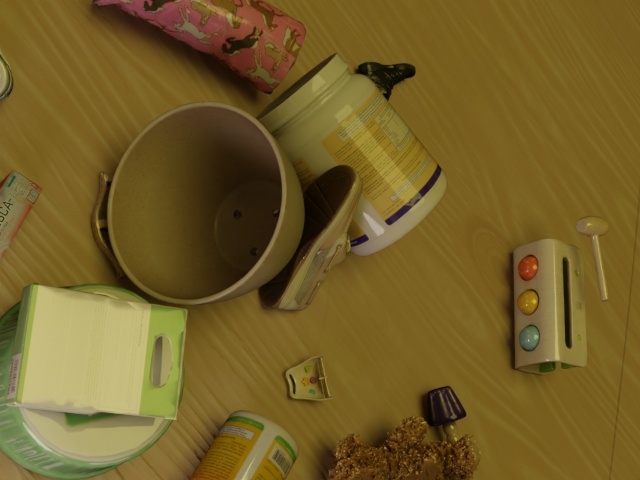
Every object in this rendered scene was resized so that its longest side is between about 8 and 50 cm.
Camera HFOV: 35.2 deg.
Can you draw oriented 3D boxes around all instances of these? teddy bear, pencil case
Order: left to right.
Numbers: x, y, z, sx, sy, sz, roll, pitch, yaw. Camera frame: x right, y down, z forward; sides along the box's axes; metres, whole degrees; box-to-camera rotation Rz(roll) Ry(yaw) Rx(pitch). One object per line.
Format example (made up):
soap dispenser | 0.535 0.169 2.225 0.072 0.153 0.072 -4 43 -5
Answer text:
pencil case | -0.219 -0.418 1.851 0.386 0.167 0.160 25 41 -26
teddy bear | 0.157 0.443 1.858 0.338 0.113 0.245 -13 99 -27

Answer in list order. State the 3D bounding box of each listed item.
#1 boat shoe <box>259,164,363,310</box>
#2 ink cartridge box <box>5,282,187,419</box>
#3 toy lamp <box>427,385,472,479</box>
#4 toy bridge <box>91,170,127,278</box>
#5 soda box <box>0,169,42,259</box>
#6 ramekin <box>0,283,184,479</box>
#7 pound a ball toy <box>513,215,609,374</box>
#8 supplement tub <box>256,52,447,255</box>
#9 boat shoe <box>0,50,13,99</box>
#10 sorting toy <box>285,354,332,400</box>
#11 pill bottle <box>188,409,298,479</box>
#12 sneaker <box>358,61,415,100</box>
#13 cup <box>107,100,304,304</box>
boat shoe | 0.000 0.000 1.827 0.098 0.302 0.109 15 23 -38
ink cartridge box | -0.317 0.164 1.448 0.235 0.056 0.171 12 72 -28
toy lamp | 0.272 0.424 1.983 0.080 0.080 0.275 -12 85 -37
toy bridge | -0.355 -0.028 1.716 0.063 0.026 0.188 -6 78 -36
soda box | -0.509 -0.019 1.580 0.058 0.063 0.183 35 57 -21
ramekin | -0.356 0.208 1.535 0.303 0.148 0.303 8 74 -28
pound a ball toy | 0.507 0.111 2.168 0.135 0.208 0.319 15 67 -31
supplement tub | 0.057 -0.163 1.917 0.331 0.241 0.241 50 53 -12
boat shoe | -0.611 -0.344 1.612 0.116 0.099 0.319 -43 91 2
sorting toy | -0.026 0.258 1.849 0.075 0.045 0.083 -6 79 -29
pill bottle | -0.149 0.413 1.648 0.136 0.136 0.246 44 55 -16
sneaker | 0.135 -0.331 2.150 0.170 0.051 0.089 -2 76 -31
cup | -0.157 -0.044 1.711 0.237 0.331 0.331 21 59 -64
